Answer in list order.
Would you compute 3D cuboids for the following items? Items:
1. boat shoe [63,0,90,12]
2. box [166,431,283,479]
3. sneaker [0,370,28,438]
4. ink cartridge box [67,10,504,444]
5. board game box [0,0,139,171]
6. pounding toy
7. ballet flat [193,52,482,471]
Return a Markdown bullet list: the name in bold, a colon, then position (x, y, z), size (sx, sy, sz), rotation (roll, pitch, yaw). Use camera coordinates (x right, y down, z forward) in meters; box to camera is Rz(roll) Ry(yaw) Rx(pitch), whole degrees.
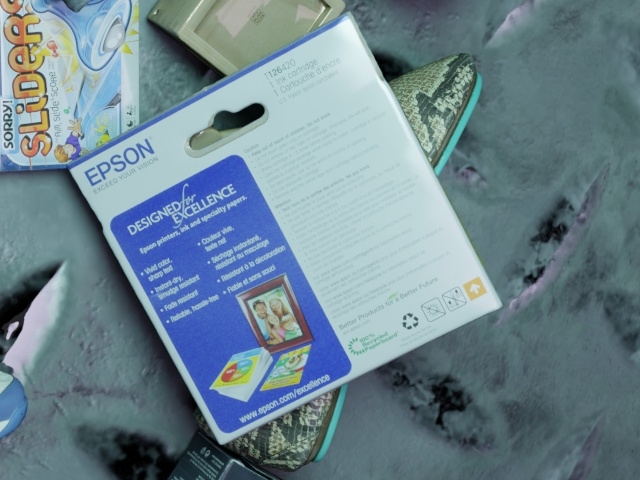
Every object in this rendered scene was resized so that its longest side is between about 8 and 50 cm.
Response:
- **boat shoe**: position (-0.126, -0.310, 1.023), size (0.301, 0.108, 0.102), rotation (-41, 104, -24)
- **box**: position (-0.100, 0.315, 1.217), size (0.156, 0.093, 0.158), rotation (37, 81, -32)
- **sneaker**: position (-0.389, 0.102, 0.985), size (0.296, 0.112, 0.131), rotation (12, 95, -33)
- **ink cartridge box**: position (-0.031, -0.008, 1.080), size (0.303, 0.072, 0.307), rotation (-27, 94, 7)
- **board game box**: position (-0.237, -0.168, 1.055), size (0.136, 0.035, 0.201), rotation (-6, 105, -29)
- **pounding toy**: position (-0.079, -0.178, 1.118), size (0.181, 0.094, 0.206), rotation (36, 91, -36)
- **ballet flat**: position (0.000, 0.000, 1.178), size (0.182, 0.164, 0.483), rotation (24, 91, -15)
